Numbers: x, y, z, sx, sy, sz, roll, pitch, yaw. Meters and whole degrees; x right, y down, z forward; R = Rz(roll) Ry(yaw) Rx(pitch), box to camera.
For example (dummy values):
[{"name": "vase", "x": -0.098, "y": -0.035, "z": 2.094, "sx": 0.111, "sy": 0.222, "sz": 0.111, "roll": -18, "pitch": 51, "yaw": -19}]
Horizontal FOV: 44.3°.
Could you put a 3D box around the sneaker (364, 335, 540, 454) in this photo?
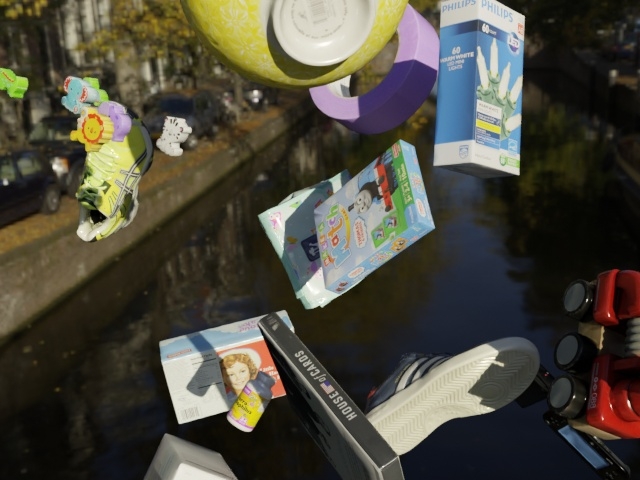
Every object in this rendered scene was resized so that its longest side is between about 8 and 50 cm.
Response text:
[{"name": "sneaker", "x": 0.212, "y": 0.233, "z": 1.362, "sx": 0.350, "sy": 0.131, "sz": 0.148, "roll": -32, "pitch": 25, "yaw": 25}]

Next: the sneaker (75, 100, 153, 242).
[{"name": "sneaker", "x": -0.491, "y": -0.146, "z": 1.840, "sx": 0.145, "sy": 0.384, "sz": 0.147, "roll": 22, "pitch": 41, "yaw": 8}]

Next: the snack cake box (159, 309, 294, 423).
[{"name": "snack cake box", "x": -0.177, "y": 0.252, "z": 1.582, "sx": 0.264, "sy": 0.152, "sz": 0.089, "roll": -13, "pitch": 23, "yaw": -10}]

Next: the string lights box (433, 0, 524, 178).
[{"name": "string lights box", "x": 0.250, "y": -0.236, "z": 1.233, "sx": 0.133, "sy": 0.259, "sz": 0.077, "roll": 7, "pitch": -5, "yaw": -44}]

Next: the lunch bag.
[{"name": "lunch bag", "x": 0.000, "y": 0.000, "z": 1.606, "sx": 0.160, "sy": 0.223, "sz": 0.262, "roll": -22, "pitch": 6, "yaw": 34}]

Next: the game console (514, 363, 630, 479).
[{"name": "game console", "x": 0.495, "y": 0.363, "z": 1.636, "sx": 0.044, "sy": 0.361, "sz": 0.213, "roll": -42, "pitch": -14, "yaw": -13}]

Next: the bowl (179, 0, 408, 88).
[{"name": "bowl", "x": -0.013, "y": -0.286, "z": 0.901, "sx": 0.289, "sy": 0.289, "sz": 0.156, "roll": -7, "pitch": 38, "yaw": -13}]

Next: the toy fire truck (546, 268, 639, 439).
[{"name": "toy fire truck", "x": 0.411, "y": 0.133, "z": 1.011, "sx": 0.158, "sy": 0.217, "sz": 0.246, "roll": 24, "pitch": -23, "yaw": -17}]

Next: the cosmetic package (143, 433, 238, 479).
[{"name": "cosmetic package", "x": -0.273, "y": 0.520, "z": 1.507, "sx": 0.138, "sy": 0.224, "sz": 0.225, "roll": 26, "pitch": -8, "yaw": -16}]

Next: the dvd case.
[{"name": "dvd case", "x": 0.018, "y": 0.206, "z": 0.856, "sx": 0.029, "sy": 0.179, "sz": 0.239, "roll": -31, "pitch": 44, "yaw": -16}]

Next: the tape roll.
[{"name": "tape roll", "x": 0.108, "y": -0.361, "z": 1.620, "sx": 0.275, "sy": 0.275, "sz": 0.090, "roll": 11, "pitch": -8, "yaw": 41}]

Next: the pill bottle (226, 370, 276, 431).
[{"name": "pill bottle", "x": -0.098, "y": 0.232, "z": 1.141, "sx": 0.043, "sy": 0.083, "sz": 0.043, "roll": 31, "pitch": -1, "yaw": 0}]

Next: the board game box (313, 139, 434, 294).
[{"name": "board game box", "x": 0.077, "y": -0.034, "z": 1.234, "sx": 0.039, "sy": 0.160, "sz": 0.211, "roll": 20, "pitch": -44, "yaw": -35}]

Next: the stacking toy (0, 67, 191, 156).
[{"name": "stacking toy", "x": -0.301, "y": -0.180, "z": 1.049, "sx": 0.221, "sy": 0.052, "sz": 0.167, "roll": 33, "pitch": 19, "yaw": 25}]
